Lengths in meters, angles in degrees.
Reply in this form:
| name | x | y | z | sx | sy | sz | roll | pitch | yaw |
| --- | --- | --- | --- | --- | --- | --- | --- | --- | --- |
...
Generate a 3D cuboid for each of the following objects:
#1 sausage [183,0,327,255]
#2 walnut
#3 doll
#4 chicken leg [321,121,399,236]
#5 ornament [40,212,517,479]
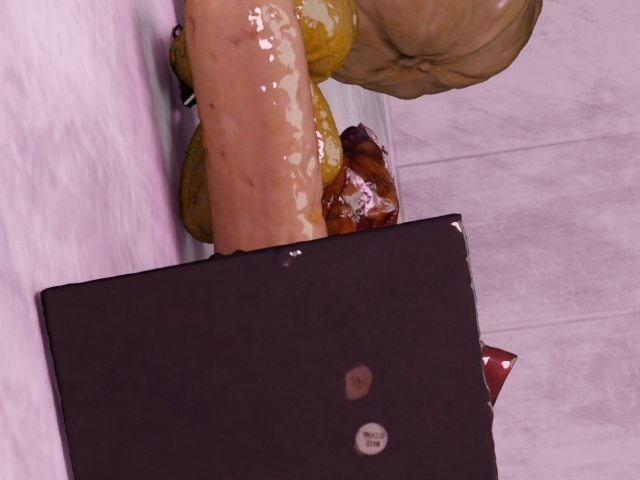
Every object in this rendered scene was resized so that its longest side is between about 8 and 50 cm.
| name | x | y | z | sx | sy | sz | roll | pitch | yaw |
| --- | --- | --- | --- | --- | --- | --- | --- | --- | --- |
| sausage | -0.027 | 0.016 | 0.715 | 0.066 | 0.065 | 0.301 | -78 | 166 | -73 |
| walnut | 0.081 | -0.281 | 1.373 | 0.253 | 0.282 | 0.277 | -38 | -121 | 51 |
| doll | -0.045 | -0.083 | 0.801 | 0.137 | 0.097 | 0.209 | 35 | 56 | -38 |
| chicken leg | 0.000 | 0.000 | 1.080 | 0.113 | 0.093 | 0.304 | 63 | 19 | -13 |
| ornament | -0.020 | 0.062 | 0.594 | 0.196 | 0.166 | 0.153 | -140 | -139 | -76 |
